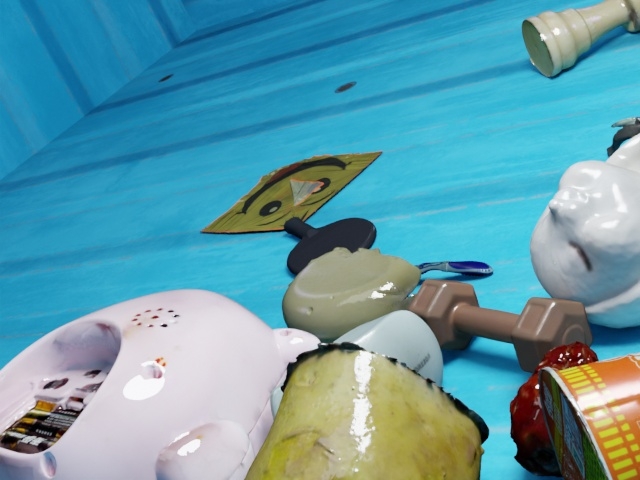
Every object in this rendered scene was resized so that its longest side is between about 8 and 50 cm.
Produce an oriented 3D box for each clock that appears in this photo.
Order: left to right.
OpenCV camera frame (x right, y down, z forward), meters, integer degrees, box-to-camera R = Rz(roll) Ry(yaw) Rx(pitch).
[{"bbox_3d":[-0.203,0.202,1.212,0.368,0.251,0.376,-1,34,46],"label":"clock"}]

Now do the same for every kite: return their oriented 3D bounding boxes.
[{"bbox_3d":[-0.054,-0.083,1.991,0.377,0.013,0.327,-24,23,5],"label":"kite"}]

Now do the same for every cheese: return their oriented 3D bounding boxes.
[{"bbox_3d":[0.050,0.079,1.418,0.202,0.091,0.175,2,35,47],"label":"cheese"}]

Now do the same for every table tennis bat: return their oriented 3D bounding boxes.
[{"bbox_3d":[0.000,0.000,1.731,0.150,0.027,0.236,-33,24,-14],"label":"table tennis bat"}]

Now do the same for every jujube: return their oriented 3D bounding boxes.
[{"bbox_3d":[0.234,0.154,1.036,0.104,0.104,0.166,-13,26,30],"label":"jujube"}]

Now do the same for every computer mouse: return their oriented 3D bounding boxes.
[{"bbox_3d":[0.050,0.164,1.177,0.231,0.128,0.079,-37,13,-33],"label":"computer mouse"}]

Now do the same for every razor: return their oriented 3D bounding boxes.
[{"bbox_3d":[0.160,0.042,1.457,0.154,0.028,0.044,-9,28,37],"label":"razor"}]

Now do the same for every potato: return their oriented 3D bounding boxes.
[{"bbox_3d":[0.022,0.249,0.966,0.229,0.229,0.266,-10,42,35],"label":"potato"}]

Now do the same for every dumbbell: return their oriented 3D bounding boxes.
[{"bbox_3d":[0.197,0.095,1.217,0.230,0.082,0.092,10,65,55],"label":"dumbbell"}]

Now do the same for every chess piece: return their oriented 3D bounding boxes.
[{"bbox_3d":[0.561,-0.427,1.943,0.397,0.117,0.117,-26,22,-2],"label":"chess piece"}]

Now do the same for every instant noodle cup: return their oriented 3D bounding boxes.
[{"bbox_3d":[0.309,0.158,0.870,0.212,0.193,0.193,-19,22,-1],"label":"instant noodle cup"}]

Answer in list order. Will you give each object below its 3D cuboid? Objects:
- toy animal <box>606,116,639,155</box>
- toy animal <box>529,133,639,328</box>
[{"bbox_3d":[0.494,-0.179,1.455,0.269,0.137,0.082,-18,63,28],"label":"toy animal"},{"bbox_3d":[0.358,-0.012,1.176,0.265,0.206,0.272,-33,39,18],"label":"toy animal"}]
